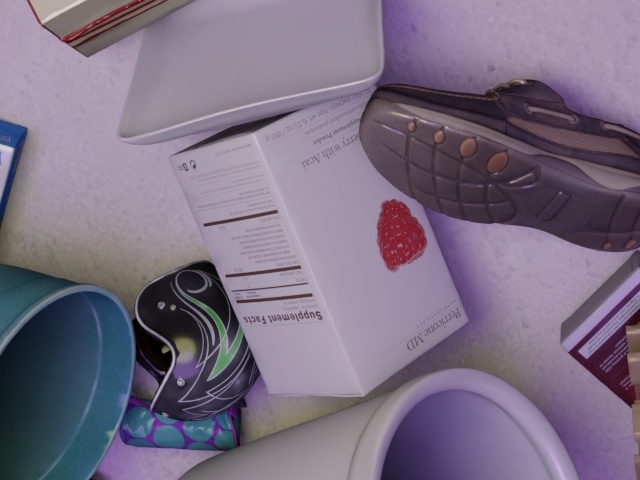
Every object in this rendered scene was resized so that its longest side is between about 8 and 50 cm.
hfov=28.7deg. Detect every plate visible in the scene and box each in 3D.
[{"bbox_3d":[-0.061,-0.203,1.309,0.277,0.277,0.045,-13,129,13],"label":"plate"}]

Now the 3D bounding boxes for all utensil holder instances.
[{"bbox_3d":[0.039,0.337,1.325,0.385,0.327,0.328,-24,101,43],"label":"utensil holder"}]

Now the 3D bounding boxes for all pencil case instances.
[{"bbox_3d":[-0.170,0.222,1.531,0.151,0.064,0.070,0,121,10],"label":"pencil case"}]

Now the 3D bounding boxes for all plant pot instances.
[{"bbox_3d":[-0.383,0.138,1.357,0.255,0.271,0.272,19,108,25],"label":"plant pot"}]

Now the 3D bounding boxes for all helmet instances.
[{"bbox_3d":[-0.141,0.122,1.444,0.169,0.169,0.162,-38,77,17],"label":"helmet"}]

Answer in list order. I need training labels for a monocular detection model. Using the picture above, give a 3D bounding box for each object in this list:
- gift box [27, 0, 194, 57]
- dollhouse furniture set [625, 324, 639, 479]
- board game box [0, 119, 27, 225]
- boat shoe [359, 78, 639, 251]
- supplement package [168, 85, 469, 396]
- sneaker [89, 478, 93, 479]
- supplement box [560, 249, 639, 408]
[{"bbox_3d":[-0.204,-0.368,1.253,0.258,0.255,0.276,-26,94,1],"label":"gift box"},{"bbox_3d":[0.411,0.232,1.282,0.160,0.212,0.242,-6,132,16],"label":"dollhouse furniture set"},{"bbox_3d":[-0.539,-0.030,1.485,0.301,0.086,0.308,17,108,-9],"label":"board game box"},{"bbox_3d":[0.204,-0.094,1.318,0.355,0.130,0.132,19,141,-18],"label":"boat shoe"},{"bbox_3d":[0.000,0.000,1.349,0.175,0.177,0.293,-8,108,53],"label":"supplement package"},{"bbox_3d":[-0.401,0.359,1.602,0.313,0.116,0.136,6,131,9],"label":"sneaker"},{"bbox_3d":[0.400,0.140,1.400,0.239,0.073,0.130,42,110,-2],"label":"supplement box"}]
